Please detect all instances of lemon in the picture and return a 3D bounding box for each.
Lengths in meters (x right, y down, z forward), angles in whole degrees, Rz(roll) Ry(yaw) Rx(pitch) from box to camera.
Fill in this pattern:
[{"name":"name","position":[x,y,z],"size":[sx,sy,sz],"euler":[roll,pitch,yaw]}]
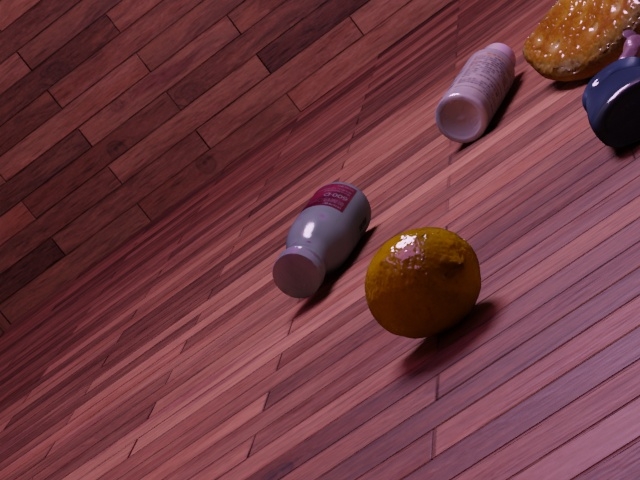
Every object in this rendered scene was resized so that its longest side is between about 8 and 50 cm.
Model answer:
[{"name":"lemon","position":[0.100,0.043,1.553],"size":[0.133,0.109,0.109],"euler":[-30,13,42]}]

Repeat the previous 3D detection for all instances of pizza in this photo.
[{"name":"pizza","position":[0.376,-0.307,2.131],"size":[0.292,0.058,0.197],"euler":[-18,53,60]}]

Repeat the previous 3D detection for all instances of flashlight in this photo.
[{"name":"flashlight","position":[0.387,-0.224,1.973],"size":[0.110,0.052,0.031],"euler":[-53,-19,-36]}]

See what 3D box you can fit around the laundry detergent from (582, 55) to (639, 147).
[{"name":"laundry detergent","position":[0.340,-0.159,1.765],"size":[0.096,0.061,0.206],"euler":[-44,8,11]}]

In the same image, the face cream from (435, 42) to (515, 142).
[{"name":"face cream","position":[0.242,-0.231,2.361],"size":[0.082,0.082,0.269],"euler":[-32,11,30]}]

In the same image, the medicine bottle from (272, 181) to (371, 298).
[{"name":"medicine bottle","position":[0.000,0.000,2.131],"size":[0.090,0.090,0.217],"euler":[-32,12,29]}]
